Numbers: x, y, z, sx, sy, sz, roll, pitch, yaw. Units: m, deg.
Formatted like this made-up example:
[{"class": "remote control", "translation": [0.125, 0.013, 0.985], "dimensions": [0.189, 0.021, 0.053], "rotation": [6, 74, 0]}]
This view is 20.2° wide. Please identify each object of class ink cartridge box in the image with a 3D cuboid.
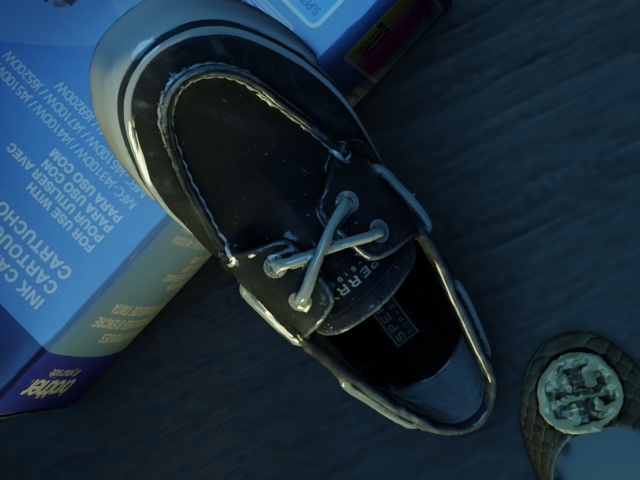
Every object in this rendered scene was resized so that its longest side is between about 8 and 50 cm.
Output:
[{"class": "ink cartridge box", "translation": [-0.158, -0.088, 0.997], "dimensions": [0.270, 0.151, 0.395], "rotation": [45, 98, 10]}]

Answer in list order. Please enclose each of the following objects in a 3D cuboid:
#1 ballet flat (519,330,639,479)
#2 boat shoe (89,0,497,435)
[{"class": "ballet flat", "translation": [0.168, 0.169, 0.962], "dimensions": [0.084, 0.058, 0.250], "rotation": [-16, 84, 9]}, {"class": "boat shoe", "translation": [0.000, 0.000, 0.885], "dimensions": [0.108, 0.301, 0.102], "rotation": [-38, 41, -1]}]
